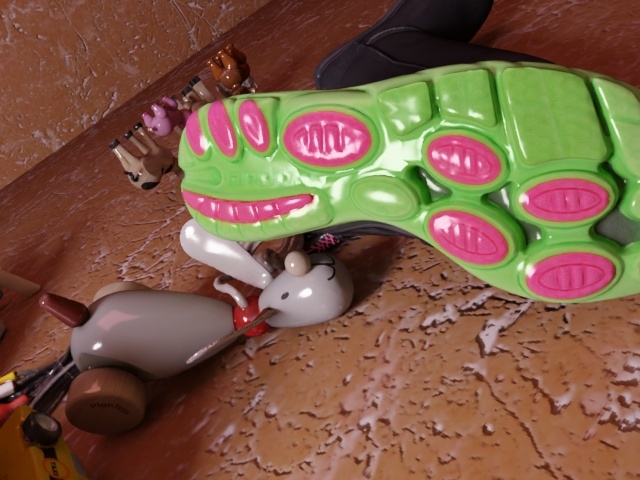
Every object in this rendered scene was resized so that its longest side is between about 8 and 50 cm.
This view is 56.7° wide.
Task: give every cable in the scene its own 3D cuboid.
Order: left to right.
[{"bbox_3d":[-0.363,0.176,0.775,0.287,0.072,0.139,-40,35,-15],"label":"cable"}]

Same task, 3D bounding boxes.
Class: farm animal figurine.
[{"bbox_3d":[-0.251,-0.233,1.235,0.330,0.172,0.327,-40,16,1],"label":"farm animal figurine"}]

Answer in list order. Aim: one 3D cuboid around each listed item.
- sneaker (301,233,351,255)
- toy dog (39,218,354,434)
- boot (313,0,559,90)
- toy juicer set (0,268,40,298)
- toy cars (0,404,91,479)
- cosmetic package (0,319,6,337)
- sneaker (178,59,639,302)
[{"bbox_3d":[0.000,0.000,0.739,0.119,0.047,0.057,-14,48,36],"label":"sneaker"},{"bbox_3d":[-0.150,0.065,0.628,0.333,0.161,0.220,-35,45,-3],"label":"toy dog"},{"bbox_3d":[0.196,-0.269,0.853,0.367,0.146,0.445,-39,25,3],"label":"boot"},{"bbox_3d":[-0.732,0.096,1.116,0.329,0.209,0.089,-32,37,2],"label":"toy juicer set"},{"bbox_3d":[-0.328,0.264,0.586,0.393,0.087,0.177,-16,52,33],"label":"toy cars"},{"bbox_3d":[-0.659,0.234,0.881,0.217,0.156,0.385,-27,28,4],"label":"cosmetic package"},{"bbox_3d":[0.098,-0.073,0.548,0.482,0.185,0.202,11,20,25],"label":"sneaker"}]
